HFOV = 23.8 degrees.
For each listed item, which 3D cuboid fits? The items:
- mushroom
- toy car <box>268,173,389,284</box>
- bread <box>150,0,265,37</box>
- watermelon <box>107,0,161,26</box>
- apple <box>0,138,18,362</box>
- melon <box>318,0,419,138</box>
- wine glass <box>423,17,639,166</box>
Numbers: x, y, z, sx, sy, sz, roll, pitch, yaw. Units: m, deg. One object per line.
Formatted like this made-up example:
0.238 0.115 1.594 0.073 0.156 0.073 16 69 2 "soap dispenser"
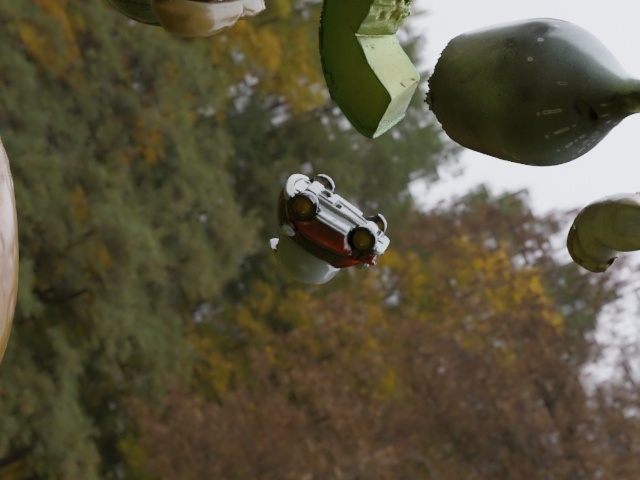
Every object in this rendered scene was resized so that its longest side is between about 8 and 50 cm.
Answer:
0.316 -0.012 1.618 0.071 0.084 0.209 42 -5 0 "mushroom"
0.000 0.000 1.761 0.139 0.112 0.112 34 18 3 "toy car"
-0.110 -0.264 1.176 0.081 0.134 0.225 -28 -92 30 "bread"
-0.136 -0.279 1.509 0.187 0.141 0.141 6 -53 23 "watermelon"
-0.334 -0.006 0.603 0.400 0.400 0.334 51 -7 42 "apple"
0.062 -0.223 1.574 0.118 0.064 0.210 39 -52 26 "melon"
0.207 -0.118 1.224 0.241 0.126 0.126 10 -57 49 "wine glass"
